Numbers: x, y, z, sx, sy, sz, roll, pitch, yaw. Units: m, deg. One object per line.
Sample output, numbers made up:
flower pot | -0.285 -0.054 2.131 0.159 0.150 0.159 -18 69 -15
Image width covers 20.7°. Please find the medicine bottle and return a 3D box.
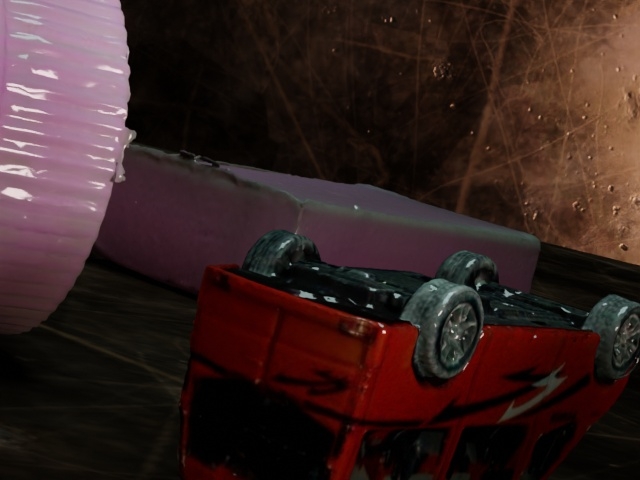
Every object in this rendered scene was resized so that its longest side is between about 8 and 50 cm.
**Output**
medicine bottle | -0.237 -0.064 0.669 0.291 0.178 0.178 11 5 -32

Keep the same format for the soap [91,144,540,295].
soap | -0.001 0.002 1.142 0.181 0.081 0.259 19 6 39

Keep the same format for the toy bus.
toy bus | 0.038 0.051 0.614 0.081 0.089 0.195 17 7 34
